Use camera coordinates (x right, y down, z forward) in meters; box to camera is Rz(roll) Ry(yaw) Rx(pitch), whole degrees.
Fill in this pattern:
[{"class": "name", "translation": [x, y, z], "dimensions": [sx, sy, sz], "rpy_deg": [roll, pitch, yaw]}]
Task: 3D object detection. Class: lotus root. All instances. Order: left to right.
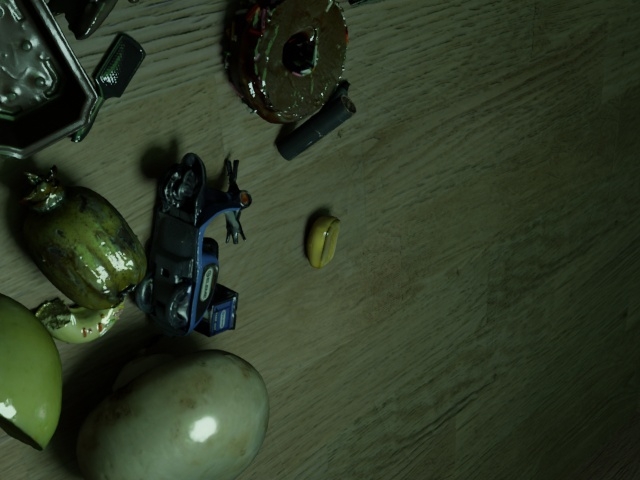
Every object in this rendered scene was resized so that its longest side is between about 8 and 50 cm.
[{"class": "lotus root", "translation": [-0.387, -0.009, 1.445], "dimensions": [0.154, 0.154, 0.278], "rpy_deg": [-47, 121, -21]}]

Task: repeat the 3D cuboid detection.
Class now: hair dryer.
[{"class": "hair dryer", "translation": [0.005, -0.251, 1.813], "dimensions": [0.050, 0.173, 0.195], "rpy_deg": [49, 29, -16]}]

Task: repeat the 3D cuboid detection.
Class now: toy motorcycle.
[{"class": "toy motorcycle", "translation": [-0.222, 0.009, 1.661], "dimensions": [0.212, 0.125, 0.359], "rpy_deg": [-19, 124, -51]}]

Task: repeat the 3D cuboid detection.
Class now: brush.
[{"class": "brush", "translation": [-0.344, -0.238, 1.473], "dimensions": [0.063, 0.016, 0.194], "rpy_deg": [38, 80, -49]}]

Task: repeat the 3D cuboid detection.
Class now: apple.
[{"class": "apple", "translation": [-0.517, 0.185, 1.317], "dimensions": [0.258, 0.294, 0.234], "rpy_deg": [54, 29, -65]}]

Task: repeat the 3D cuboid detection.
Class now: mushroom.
[{"class": "mushroom", "translation": [-0.274, 0.322, 1.674], "dimensions": [0.362, 0.295, 0.362], "rpy_deg": [-27, 154, -14]}]

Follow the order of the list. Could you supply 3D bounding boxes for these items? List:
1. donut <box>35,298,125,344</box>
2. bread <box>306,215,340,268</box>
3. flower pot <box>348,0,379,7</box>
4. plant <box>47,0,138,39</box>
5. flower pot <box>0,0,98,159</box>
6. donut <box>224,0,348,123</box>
[{"class": "donut", "translation": [-0.391, 0.120, 1.563], "dimensions": [0.166, 0.065, 0.108], "rpy_deg": [-41, 135, -26]}, {"class": "bread", "translation": [0.000, 0.000, 1.939], "dimensions": [0.082, 0.056, 0.115], "rpy_deg": [-43, 151, -50]}, {"class": "flower pot", "translation": [0.146, -0.534, 1.737], "dimensions": [0.235, 0.235, 0.141], "rpy_deg": [-25, 102, -38]}, {"class": "plant", "translation": [-0.294, -0.446, 1.313], "dimensions": [0.321, 0.194, 0.182], "rpy_deg": [-49, 126, -25]}, {"class": "flower pot", "translation": [-0.438, -0.249, 1.289], "dimensions": [0.178, 0.084, 0.251], "rpy_deg": [-30, 133, -8]}, {"class": "donut", "translation": [-0.062, -0.342, 1.665], "dimensions": [0.269, 0.103, 0.270], "rpy_deg": [-24, 124, -41]}]
